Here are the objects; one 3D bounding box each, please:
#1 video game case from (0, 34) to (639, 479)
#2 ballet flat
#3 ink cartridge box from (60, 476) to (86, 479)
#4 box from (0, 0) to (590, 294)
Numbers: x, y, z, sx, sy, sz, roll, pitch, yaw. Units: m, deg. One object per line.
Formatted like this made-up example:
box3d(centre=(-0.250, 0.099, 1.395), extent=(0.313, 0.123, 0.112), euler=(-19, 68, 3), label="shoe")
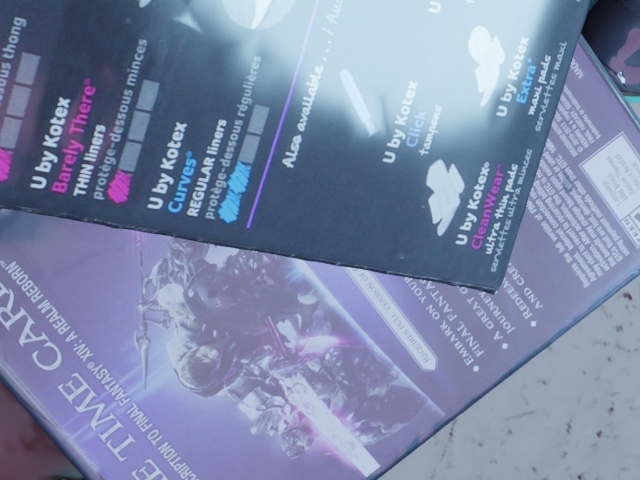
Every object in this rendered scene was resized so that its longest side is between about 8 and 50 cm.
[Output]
box3d(centre=(0.000, 0.000, 0.734), extent=(0.274, 0.026, 0.196), euler=(-38, 107, 0), label="video game case")
box3d(centre=(0.200, -0.096, 0.815), extent=(0.203, 0.074, 0.074), euler=(0, 123, -30), label="ballet flat")
box3d(centre=(-0.088, 0.265, 0.876), extent=(0.197, 0.114, 0.273), euler=(15, 114, -38), label="ink cartridge box")
box3d(centre=(-0.067, -0.088, 0.562), extent=(0.270, 0.165, 0.143), euler=(10, 101, -36), label="box")
